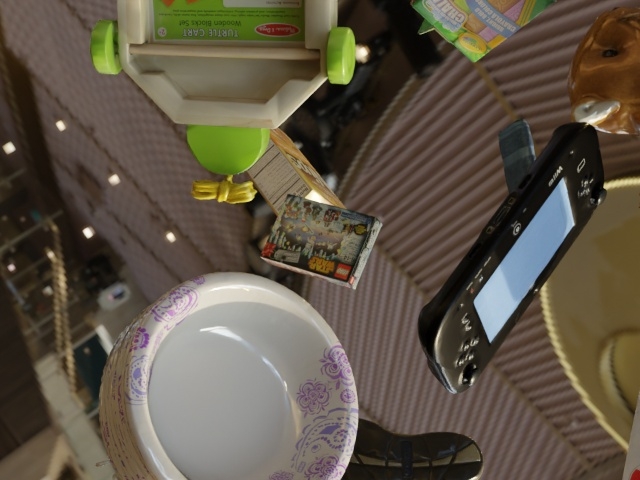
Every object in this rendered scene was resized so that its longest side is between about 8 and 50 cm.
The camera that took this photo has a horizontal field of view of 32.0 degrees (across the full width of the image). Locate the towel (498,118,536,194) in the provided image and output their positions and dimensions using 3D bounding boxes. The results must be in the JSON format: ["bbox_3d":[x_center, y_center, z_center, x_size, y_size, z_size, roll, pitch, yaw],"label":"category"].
[{"bbox_3d":[0.306,-0.121,1.699,0.067,0.029,0.120,147,-62,-62],"label":"towel"}]

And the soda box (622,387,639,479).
[{"bbox_3d":[0.430,0.287,1.410,0.073,0.216,0.069,1,-34,32],"label":"soda box"}]

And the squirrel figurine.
[{"bbox_3d":[0.508,-0.144,1.435,0.370,0.281,0.397,0,-75,16],"label":"squirrel figurine"}]

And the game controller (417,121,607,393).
[{"bbox_3d":[0.215,0.017,1.222,0.067,0.319,0.166,31,-17,24],"label":"game controller"}]

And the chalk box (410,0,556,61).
[{"bbox_3d":[0.225,-0.354,1.571,0.132,0.132,0.213,39,-42,-16],"label":"chalk box"}]

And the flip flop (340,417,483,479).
[{"bbox_3d":[0.114,0.341,1.740,0.277,0.112,0.080,3,-25,1],"label":"flip flop"}]

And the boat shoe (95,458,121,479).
[{"bbox_3d":[-0.268,0.366,1.721,0.156,0.367,0.136,31,-27,-13],"label":"boat shoe"}]

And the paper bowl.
[{"bbox_3d":[-0.111,0.188,1.251,0.284,0.284,0.148,55,-39,-2],"label":"paper bowl"}]

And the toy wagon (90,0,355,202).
[{"bbox_3d":[-0.098,-0.210,1.116,0.267,0.068,0.345,4,-71,12],"label":"toy wagon"}]

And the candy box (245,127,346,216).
[{"bbox_3d":[-0.067,-0.122,2.105,0.183,0.087,0.316,36,12,-49],"label":"candy box"}]

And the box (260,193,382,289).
[{"bbox_3d":[0.000,0.000,1.426,0.137,0.094,0.027,15,-14,30],"label":"box"}]
